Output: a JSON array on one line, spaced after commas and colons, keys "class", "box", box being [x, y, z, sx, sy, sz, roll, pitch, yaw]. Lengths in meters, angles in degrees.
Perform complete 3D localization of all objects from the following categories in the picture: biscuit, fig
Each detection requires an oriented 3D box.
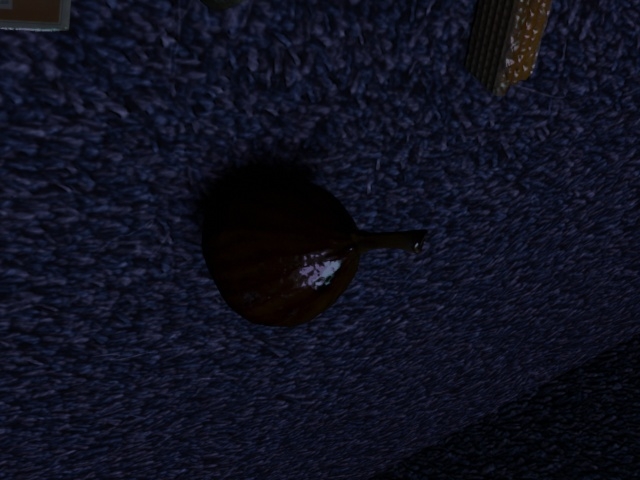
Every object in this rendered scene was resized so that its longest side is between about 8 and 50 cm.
[{"class": "biscuit", "box": [0.251, -0.352, 0.895, 0.054, 0.094, 0.378, -16, 139, -17]}, {"class": "fig", "box": [0.000, 0.000, 0.974, 0.321, 0.216, 0.217, -12, 158, 41]}]

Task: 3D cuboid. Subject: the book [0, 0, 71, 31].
[{"class": "book", "box": [-0.304, -0.300, 0.659, 0.170, 0.018, 0.241, -5, 136, -29]}]

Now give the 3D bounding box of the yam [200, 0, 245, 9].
[{"class": "yam", "box": [-0.112, -0.335, 0.642, 0.154, 0.154, 0.254, -34, 144, 6]}]
